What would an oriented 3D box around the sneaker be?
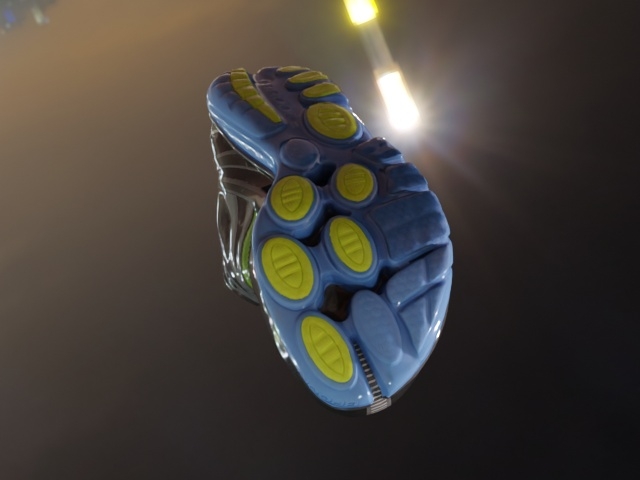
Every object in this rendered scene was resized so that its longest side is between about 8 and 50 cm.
[{"bbox_3d":[0.000,0.000,0.419,0.067,0.078,0.188,-10,-147,-11],"label":"sneaker"}]
